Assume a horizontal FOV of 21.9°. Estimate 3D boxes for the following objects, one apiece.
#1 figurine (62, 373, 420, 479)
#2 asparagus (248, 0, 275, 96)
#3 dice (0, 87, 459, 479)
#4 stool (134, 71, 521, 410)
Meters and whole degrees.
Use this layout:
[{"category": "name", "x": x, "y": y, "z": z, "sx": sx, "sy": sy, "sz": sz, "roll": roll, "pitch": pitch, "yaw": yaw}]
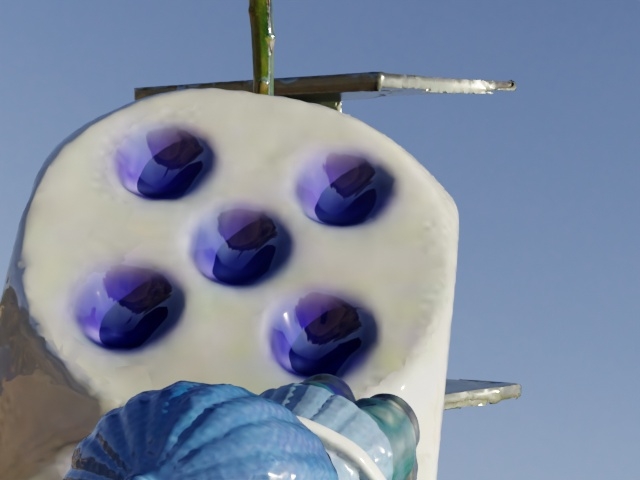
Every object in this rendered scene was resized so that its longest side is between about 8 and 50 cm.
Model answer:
[{"category": "figurine", "x": -0.011, "y": 0.062, "z": 0.432, "sx": 0.077, "sy": 0.079, "sz": 0.136, "roll": 17, "pitch": 26, "yaw": 20}, {"category": "asparagus", "x": -0.036, "y": -0.100, "z": 1.007, "sx": 0.018, "sy": 0.127, "sz": 0.015, "roll": -5, "pitch": 7, "yaw": -38}, {"category": "dice", "x": -0.045, "y": 0.086, "z": 0.953, "sx": 0.243, "sy": 0.251, "sz": 0.259, "roll": 8, "pitch": -43, "yaw": 2}, {"category": "stool", "x": 0.000, "y": 0.000, "z": 1.270, "sx": 0.269, "sy": 0.244, "sz": 0.170, "roll": 2, "pitch": 4, "yaw": 42}]
